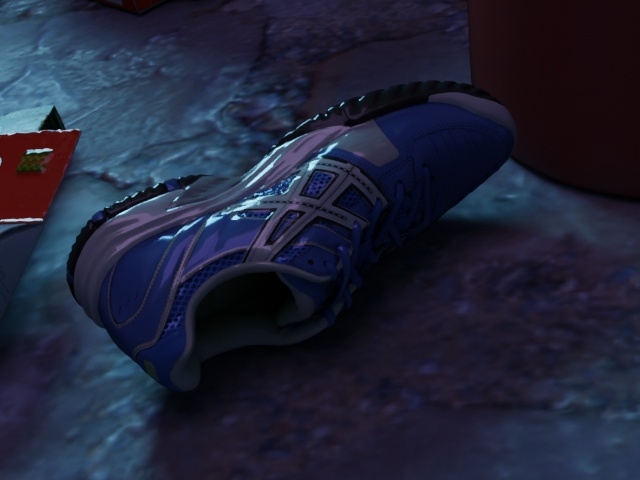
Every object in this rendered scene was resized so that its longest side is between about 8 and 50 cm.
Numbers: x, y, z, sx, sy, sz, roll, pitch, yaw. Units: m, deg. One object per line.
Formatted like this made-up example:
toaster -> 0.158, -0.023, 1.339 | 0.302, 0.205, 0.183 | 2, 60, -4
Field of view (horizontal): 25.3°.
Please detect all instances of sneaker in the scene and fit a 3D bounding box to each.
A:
sneaker -> 0.000, 0.000, 0.623 | 0.211, 0.080, 0.081 | -27, 50, -13

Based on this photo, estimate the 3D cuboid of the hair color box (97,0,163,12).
hair color box -> -0.096, -0.229, 1.044 | 0.167, 0.053, 0.093 | -32, 33, -27

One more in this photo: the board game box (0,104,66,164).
board game box -> -0.282, -0.015, 0.807 | 0.259, 0.030, 0.136 | -9, 34, 11

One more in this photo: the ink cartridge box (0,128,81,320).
ink cartridge box -> -0.210, 0.002, 0.688 | 0.145, 0.045, 0.179 | -1, 52, 22

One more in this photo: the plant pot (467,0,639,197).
plant pot -> 0.181, -0.189, 0.668 | 0.274, 0.243, 0.275 | -12, 31, 7
